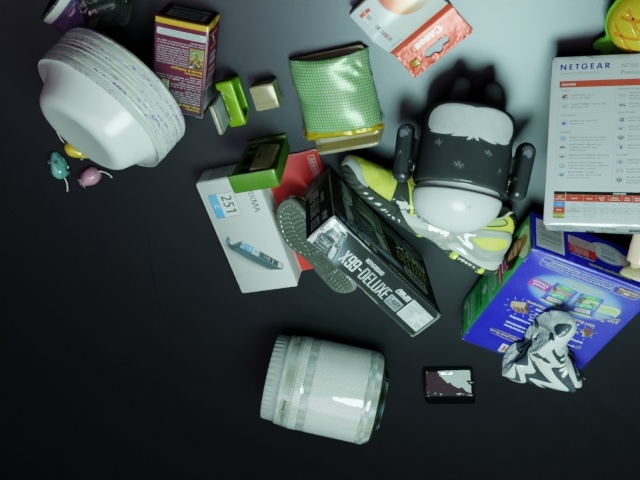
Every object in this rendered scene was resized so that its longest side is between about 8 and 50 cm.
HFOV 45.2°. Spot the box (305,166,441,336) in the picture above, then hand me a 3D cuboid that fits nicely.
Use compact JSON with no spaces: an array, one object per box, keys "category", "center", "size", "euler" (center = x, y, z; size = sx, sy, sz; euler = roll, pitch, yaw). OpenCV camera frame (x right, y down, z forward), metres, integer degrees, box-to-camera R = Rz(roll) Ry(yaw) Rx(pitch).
[{"category":"box","center":[0.099,0.019,1.544],"size":[0.076,0.242,0.307],"euler":[-41,111,18]}]

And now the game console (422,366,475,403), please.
[{"category":"game console","center":[0.314,0.356,1.883],"size":[0.122,0.071,0.107],"euler":[-3,93,12]}]

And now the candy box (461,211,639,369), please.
[{"category":"candy box","center":[0.481,0.124,1.604],"size":[0.268,0.122,0.317],"euler":[21,134,-5]}]

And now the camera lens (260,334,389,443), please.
[{"category":"camera lens","center":[0.014,0.346,1.806],"size":[0.274,0.219,0.219],"euler":[12,125,3]}]

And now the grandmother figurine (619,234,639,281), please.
[{"category":"grandmother figurine","center":[0.635,-0.102,1.412],"size":[0.104,0.208,0.342],"euler":[13,108,26]}]

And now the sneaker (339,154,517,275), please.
[{"category":"sneaker","center":[0.217,-0.080,1.555],"size":[0.385,0.145,0.147],"euler":[29,98,-9]}]

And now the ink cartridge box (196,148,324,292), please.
[{"category":"ink cartridge box","center":[-0.094,-0.035,1.663],"size":[0.261,0.066,0.296],"euler":[-10,121,17]}]

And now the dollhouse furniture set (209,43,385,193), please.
[{"category":"dollhouse furniture set","center":[-0.041,-0.231,1.467],"size":[0.301,0.151,0.197],"euler":[-8,122,16]}]

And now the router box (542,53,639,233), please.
[{"category":"router box","center":[0.561,-0.162,1.306],"size":[0.335,0.082,0.301],"euler":[3,84,21]}]

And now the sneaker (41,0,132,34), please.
[{"category":"sneaker","center":[-0.383,-0.471,1.418],"size":[0.283,0.107,0.124],"euler":[-33,127,32]}]

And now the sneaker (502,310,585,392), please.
[{"category":"sneaker","center":[0.488,0.234,1.556],"size":[0.153,0.094,0.235],"euler":[21,135,-7]}]

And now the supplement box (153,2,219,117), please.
[{"category":"supplement box","center":[-0.259,-0.343,1.475],"size":[0.104,0.081,0.188],"euler":[13,125,2]}]

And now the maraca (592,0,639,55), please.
[{"category":"maraca","center":[0.544,-0.361,1.308],"size":[0.127,0.099,0.185],"euler":[24,150,3]}]

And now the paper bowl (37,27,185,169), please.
[{"category":"paper bowl","center":[-0.408,-0.245,1.449],"size":[0.284,0.148,0.284],"euler":[30,159,13]}]

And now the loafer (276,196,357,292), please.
[{"category":"loafer","center":[0.000,0.000,1.634],"size":[0.094,0.087,0.251],"euler":[-17,119,38]}]

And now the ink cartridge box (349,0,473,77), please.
[{"category":"ink cartridge box","center":[0.163,-0.393,1.387],"size":[0.145,0.045,0.179],"euler":[-36,108,29]}]

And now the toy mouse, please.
[{"category":"toy mouse","center":[-0.542,-0.152,1.687],"size":[0.161,0.031,0.143],"euler":[30,124,-10]}]

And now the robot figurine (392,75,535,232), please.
[{"category":"robot figurine","center":[0.262,-0.152,1.414],"size":[0.209,0.278,0.173],"euler":[6,175,42]}]
